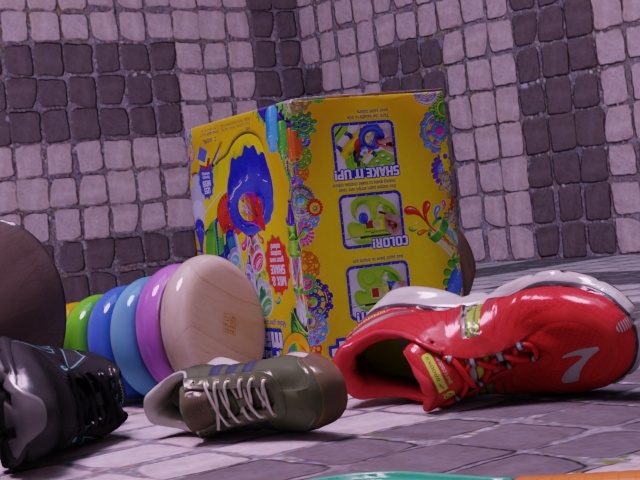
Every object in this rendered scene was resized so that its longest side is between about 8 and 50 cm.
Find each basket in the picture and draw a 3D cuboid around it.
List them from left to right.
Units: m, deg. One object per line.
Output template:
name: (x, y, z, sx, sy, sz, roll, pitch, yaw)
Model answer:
basket: (-0.345, 0.099, 1.255, 0.154, 0.204, 0.227, 13, 13, 8)

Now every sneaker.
sneaker: (-0.210, 0.121, 1.116, 0.106, 0.101, 0.267, -4, 1, -10)
sneaker: (-0.067, 0.128, 1.074, 0.086, 0.064, 0.192, -17, 7, -36)
sneaker: (0.129, 0.098, 1.117, 0.279, 0.107, 0.118, -9, 17, 41)

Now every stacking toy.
stacking toy: (-0.222, 0.110, 1.410, 0.330, 0.141, 0.141, -13, -2, 33)

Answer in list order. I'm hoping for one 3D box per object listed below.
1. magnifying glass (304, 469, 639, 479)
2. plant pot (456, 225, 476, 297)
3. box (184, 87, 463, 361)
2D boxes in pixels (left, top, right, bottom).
magnifying glass: (0.075, 0.134, 0.714, 0.231, 0.026, 0.092, -5, 1, 20)
plant pot: (0.062, 0.050, 1.682, 0.237, 0.237, 0.110, -6, 42, 32)
box: (0.000, 0.000, 1.449, 0.177, 0.279, 0.290, -7, 1, -26)
